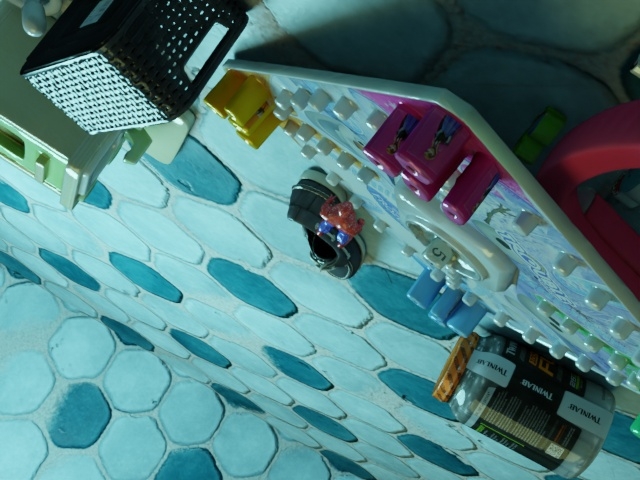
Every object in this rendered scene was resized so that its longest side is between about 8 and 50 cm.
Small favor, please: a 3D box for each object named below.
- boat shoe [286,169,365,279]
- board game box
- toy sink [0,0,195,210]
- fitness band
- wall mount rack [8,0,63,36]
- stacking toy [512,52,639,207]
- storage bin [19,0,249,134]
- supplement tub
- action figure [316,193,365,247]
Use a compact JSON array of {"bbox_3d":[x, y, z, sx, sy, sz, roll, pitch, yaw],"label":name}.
[{"bbox_3d":[0.000,0.000,0.980,0.075,0.065,0.206,21,157,21],"label":"boat shoe"},{"bbox_3d":[0.104,0.007,0.727,0.390,0.050,0.390,43,173,-28],"label":"board game box"},{"bbox_3d":[-0.282,-0.129,0.964,0.234,0.131,0.153,33,159,-9],"label":"toy sink"},{"bbox_3d":[0.270,0.017,0.558,0.291,0.054,0.209,39,158,-17],"label":"fitness band"},{"bbox_3d":[-0.346,-0.283,0.713,0.304,0.130,0.350,9,151,43],"label":"wall mount rack"},{"bbox_3d":[0.242,-0.054,0.576,0.167,0.052,0.221,32,159,-5],"label":"stacking toy"},{"bbox_3d":[-0.163,-0.168,0.741,0.180,0.122,0.084,2,145,50],"label":"storage bin"},{"bbox_3d":[0.236,0.188,1.023,0.190,0.117,0.117,27,158,7],"label":"supplement tub"},{"bbox_3d":[0.016,-0.016,0.703,0.038,0.030,0.115,35,174,1],"label":"action figure"}]
